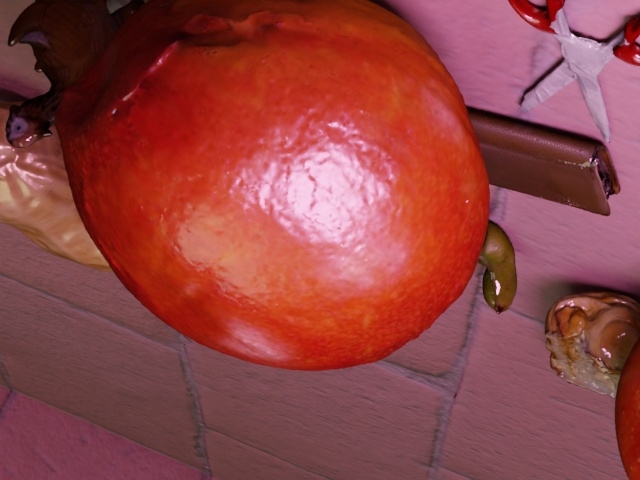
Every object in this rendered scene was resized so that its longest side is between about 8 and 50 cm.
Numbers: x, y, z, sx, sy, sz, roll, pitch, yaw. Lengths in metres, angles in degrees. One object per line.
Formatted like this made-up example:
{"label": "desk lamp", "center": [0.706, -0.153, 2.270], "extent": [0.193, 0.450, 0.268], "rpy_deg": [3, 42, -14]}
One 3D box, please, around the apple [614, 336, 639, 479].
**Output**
{"label": "apple", "center": [0.404, 0.173, 1.781], "extent": [0.271, 0.252, 0.206], "rpy_deg": [7, 159, 13]}

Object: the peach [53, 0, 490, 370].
{"label": "peach", "center": [-0.036, -0.060, 1.617], "extent": [0.372, 0.290, 0.373], "rpy_deg": [24, 158, 11]}

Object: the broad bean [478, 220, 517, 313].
{"label": "broad bean", "center": [0.142, -0.010, 1.906], "extent": [0.048, 0.070, 0.214], "rpy_deg": [-8, 137, 30]}

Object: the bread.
{"label": "bread", "center": [0.299, 0.112, 2.015], "extent": [0.128, 0.088, 0.232], "rpy_deg": [28, 170, 18]}

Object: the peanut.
{"label": "peanut", "center": [-0.299, -0.055, 2.219], "extent": [0.147, 0.147, 0.305], "rpy_deg": [8, 157, 40]}

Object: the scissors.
{"label": "scissors", "center": [0.206, -0.139, 1.543], "extent": [0.144, 0.017, 0.248], "rpy_deg": [23, 163, 8]}

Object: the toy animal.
{"label": "toy animal", "center": [-0.239, -0.173, 1.775], "extent": [0.188, 0.179, 0.089], "rpy_deg": [44, 176, 42]}

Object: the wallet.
{"label": "wallet", "center": [0.165, -0.078, 1.735], "extent": [0.198, 0.031, 0.110], "rpy_deg": [16, 161, 25]}
